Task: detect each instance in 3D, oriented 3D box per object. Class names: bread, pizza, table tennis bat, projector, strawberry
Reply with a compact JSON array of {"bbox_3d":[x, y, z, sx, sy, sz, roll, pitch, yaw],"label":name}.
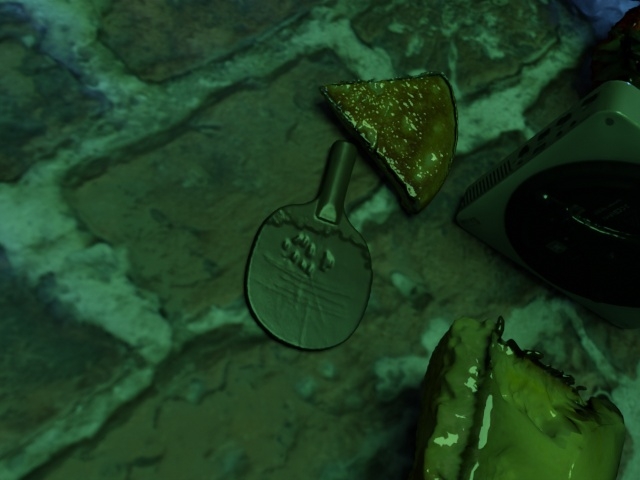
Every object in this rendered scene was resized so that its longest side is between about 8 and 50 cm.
[{"bbox_3d":[0.158,0.205,0.746,0.262,0.162,0.204,38,54,-33],"label":"bread"},{"bbox_3d":[0.074,-0.120,0.913,0.176,0.036,0.185,11,67,-19],"label":"pizza"},{"bbox_3d":[0.000,0.000,0.838,0.131,0.022,0.235,23,63,-14],"label":"table tennis bat"},{"bbox_3d":[0.308,-0.014,0.848,0.259,0.257,0.079,32,58,-10],"label":"projector"},{"bbox_3d":[0.444,-0.210,1.089,0.286,0.106,0.188,-6,70,-42],"label":"strawberry"}]
